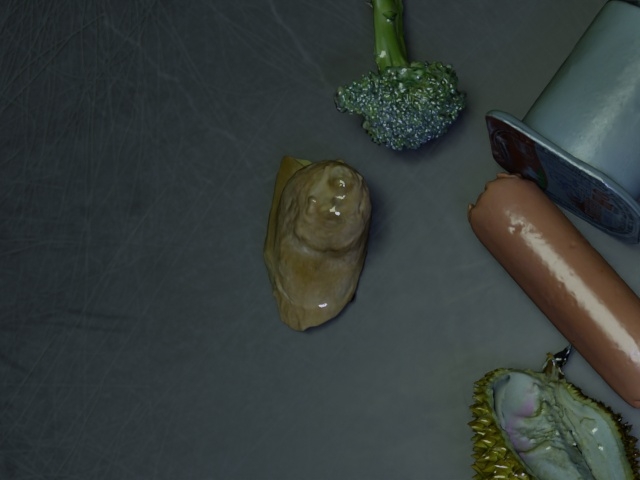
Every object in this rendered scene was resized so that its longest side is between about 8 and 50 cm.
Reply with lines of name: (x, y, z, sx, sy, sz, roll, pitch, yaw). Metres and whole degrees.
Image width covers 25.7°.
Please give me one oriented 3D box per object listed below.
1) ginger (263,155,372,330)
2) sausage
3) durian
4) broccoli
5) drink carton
ginger: (-0.001, 0.004, 1.516, 0.115, 0.122, 0.193, 5, 89, -5)
sausage: (0.264, 0.050, 1.451, 0.086, 0.086, 0.289, -41, 78, 5)
durian: (0.226, 0.224, 1.415, 0.193, 0.237, 0.138, 17, 129, -3)
broccoli: (0.083, -0.198, 1.533, 0.122, 0.118, 0.204, -26, 62, 31)
drink carton: (0.299, -0.124, 1.434, 0.191, 0.185, 0.190, 34, 80, 18)
